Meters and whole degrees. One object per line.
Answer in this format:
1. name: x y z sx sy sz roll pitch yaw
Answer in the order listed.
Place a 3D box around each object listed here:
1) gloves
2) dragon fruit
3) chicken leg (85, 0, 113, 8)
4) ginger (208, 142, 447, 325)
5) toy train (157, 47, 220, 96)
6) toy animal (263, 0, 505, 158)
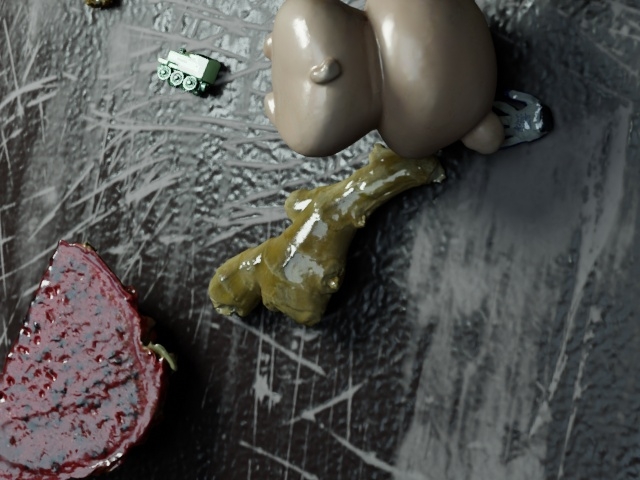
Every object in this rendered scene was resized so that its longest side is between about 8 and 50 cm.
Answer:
1. gloves: 0.214 -0.135 1.356 0.086 0.026 0.064 -12 79 33
2. dragon fruit: -0.282 0.177 1.555 0.205 0.152 0.317 24 90 8
3. chicken leg: -0.304 -0.416 1.633 0.085 0.101 0.208 0 107 33
4. ginger: 0.000 0.000 1.440 0.333 0.081 0.148 -44 47 17
5. toy train: -0.172 -0.218 1.570 0.083 0.033 0.053 25 94 28
6. toy animal: 0.058 -0.187 1.311 0.229 0.221 0.210 0 97 43
